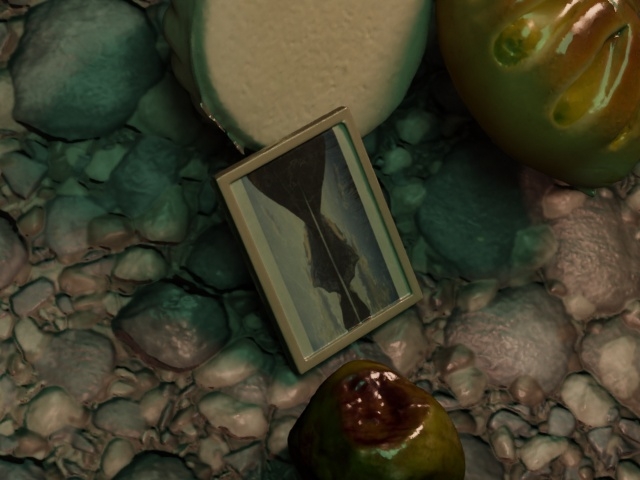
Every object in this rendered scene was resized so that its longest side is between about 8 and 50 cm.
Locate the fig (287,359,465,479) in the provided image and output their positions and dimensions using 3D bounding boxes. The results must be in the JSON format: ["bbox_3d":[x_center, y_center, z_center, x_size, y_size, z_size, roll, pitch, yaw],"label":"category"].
[{"bbox_3d":[0.054,0.184,1.467,0.166,0.154,0.144,34,47,-35],"label":"fig"}]

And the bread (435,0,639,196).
[{"bbox_3d":[0.259,-0.211,1.585,0.333,0.160,0.333,14,66,-35],"label":"bread"}]

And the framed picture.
[{"bbox_3d":[0.000,0.000,1.517,0.150,0.015,0.203,-30,109,-23],"label":"framed picture"}]

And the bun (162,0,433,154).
[{"bbox_3d":[-0.044,-0.216,1.549,0.263,0.175,0.263,-14,116,-30],"label":"bun"}]
